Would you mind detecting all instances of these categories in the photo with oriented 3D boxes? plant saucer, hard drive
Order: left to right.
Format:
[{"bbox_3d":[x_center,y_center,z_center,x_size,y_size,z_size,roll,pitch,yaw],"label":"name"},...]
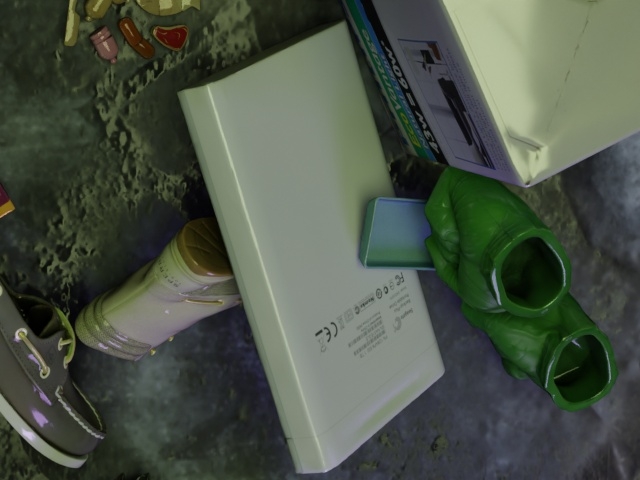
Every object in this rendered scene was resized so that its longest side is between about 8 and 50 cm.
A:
[{"bbox_3d":[0.000,0.000,1.696,0.233,0.047,0.353,-33,111,-53],"label":"hard drive"},{"bbox_3d":[0.103,-0.006,1.757,0.192,0.018,0.067,2,100,-49],"label":"plant saucer"}]

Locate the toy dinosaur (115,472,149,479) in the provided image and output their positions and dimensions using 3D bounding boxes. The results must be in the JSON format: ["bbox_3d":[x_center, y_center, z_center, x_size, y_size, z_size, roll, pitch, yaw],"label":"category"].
[{"bbox_3d":[-0.144,0.357,1.741,0.322,0.164,0.218,-40,124,-27],"label":"toy dinosaur"}]

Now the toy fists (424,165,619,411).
[{"bbox_3d":[0.175,0.043,1.736,0.096,0.142,0.279,-36,133,-2],"label":"toy fists"}]

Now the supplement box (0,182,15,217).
[{"bbox_3d":[-0.360,-0.085,1.624,0.104,0.081,0.188,-33,120,-8],"label":"supplement box"}]

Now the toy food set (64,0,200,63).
[{"bbox_3d":[-0.172,-0.198,1.710,0.122,0.019,0.078,6,97,-23],"label":"toy food set"}]

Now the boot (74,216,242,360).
[{"bbox_3d":[-0.109,0.044,1.722,0.165,0.213,0.077,-36,72,28],"label":"boot"}]

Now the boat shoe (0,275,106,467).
[{"bbox_3d":[-0.269,0.087,1.645,0.091,0.109,0.305,-37,128,0],"label":"boat shoe"}]

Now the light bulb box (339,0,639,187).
[{"bbox_3d":[0.227,-0.230,1.626,0.358,0.361,0.225,-26,102,-9],"label":"light bulb box"}]
